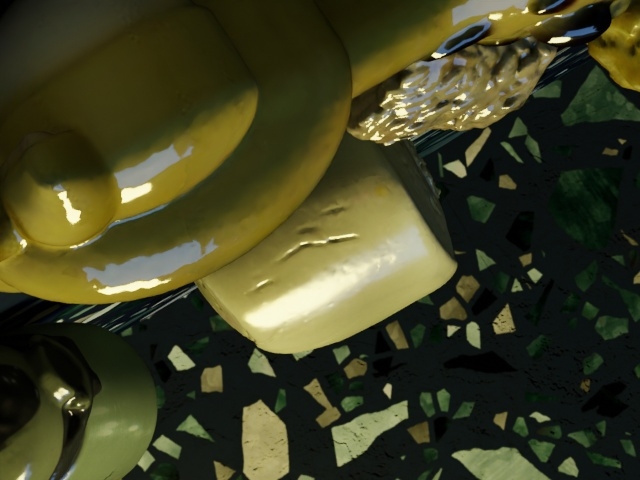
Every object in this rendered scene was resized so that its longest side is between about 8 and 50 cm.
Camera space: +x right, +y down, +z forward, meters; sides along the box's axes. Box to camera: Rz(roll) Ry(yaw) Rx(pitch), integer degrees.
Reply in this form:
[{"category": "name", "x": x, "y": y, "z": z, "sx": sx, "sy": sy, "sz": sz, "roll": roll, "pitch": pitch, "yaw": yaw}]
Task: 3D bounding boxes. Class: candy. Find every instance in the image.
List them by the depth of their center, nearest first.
[{"category": "candy", "x": 0.053, "y": -0.092, "z": 0.781, "sx": 0.110, "sy": 0.085, "sz": 0.095, "roll": -13, "pitch": 158, "yaw": -47}]

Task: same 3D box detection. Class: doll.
[{"category": "doll", "x": 0.006, "y": -0.063, "z": 0.452, "sx": 0.291, "sy": 0.086, "sz": 0.117, "roll": -32, "pitch": 175, "yaw": -23}]

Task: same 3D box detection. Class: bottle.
[{"category": "bottle", "x": -0.251, "y": 0.152, "z": 1.382, "sx": 0.168, "sy": 0.168, "sz": 0.347, "roll": -31, "pitch": 175, "yaw": 3}]

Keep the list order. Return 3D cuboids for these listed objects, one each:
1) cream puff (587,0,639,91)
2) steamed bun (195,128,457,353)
[{"category": "cream puff", "x": 0.306, "y": -0.177, "z": 1.204, "sx": 0.194, "sy": 0.195, "sz": 0.221, "roll": -31, "pitch": -177, "yaw": 32}, {"category": "steamed bun", "x": 0.000, "y": 0.000, "z": 1.232, "sx": 0.200, "sy": 0.155, "sz": 0.250, "roll": -31, "pitch": 176, "yaw": 7}]
